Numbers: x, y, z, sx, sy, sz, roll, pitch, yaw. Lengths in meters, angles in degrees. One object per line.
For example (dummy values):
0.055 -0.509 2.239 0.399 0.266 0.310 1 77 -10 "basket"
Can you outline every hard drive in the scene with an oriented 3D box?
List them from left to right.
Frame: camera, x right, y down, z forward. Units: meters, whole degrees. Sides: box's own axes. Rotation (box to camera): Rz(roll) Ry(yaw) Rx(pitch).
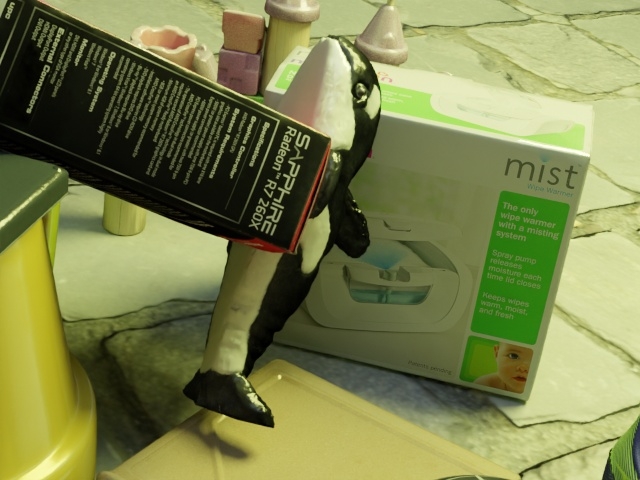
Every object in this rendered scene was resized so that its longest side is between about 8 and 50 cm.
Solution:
-0.212 -0.018 0.722 0.094 0.022 0.135 14 29 10 "hard drive"

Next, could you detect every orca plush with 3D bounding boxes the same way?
0.000 0.000 0.959 0.102 0.287 0.151 20 -17 -26 "orca plush"

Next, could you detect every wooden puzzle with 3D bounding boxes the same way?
-0.004 0.176 0.915 0.221 0.044 0.238 24 27 26 "wooden puzzle"

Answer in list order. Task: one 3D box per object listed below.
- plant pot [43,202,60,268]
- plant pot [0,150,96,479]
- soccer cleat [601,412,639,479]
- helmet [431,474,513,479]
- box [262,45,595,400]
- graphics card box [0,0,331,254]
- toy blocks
-0.336 -0.067 1.080 0.227 0.228 0.207 -10 41 -32 "plant pot"
-0.265 0.071 0.821 0.254 0.239 0.254 8 28 -4 "plant pot"
0.299 0.213 0.840 0.093 0.121 0.289 -14 36 -36 "soccer cleat"
0.097 0.216 0.735 0.169 0.169 0.161 4 46 -9 "helmet"
0.078 -0.019 1.092 0.262 0.231 0.127 13 28 7 "box"
-0.201 -0.104 0.878 0.371 0.094 0.233 22 -3 -25 "graphics card box"
-0.054 -0.162 1.288 0.288 0.260 0.309 10 28 3 "toy blocks"
